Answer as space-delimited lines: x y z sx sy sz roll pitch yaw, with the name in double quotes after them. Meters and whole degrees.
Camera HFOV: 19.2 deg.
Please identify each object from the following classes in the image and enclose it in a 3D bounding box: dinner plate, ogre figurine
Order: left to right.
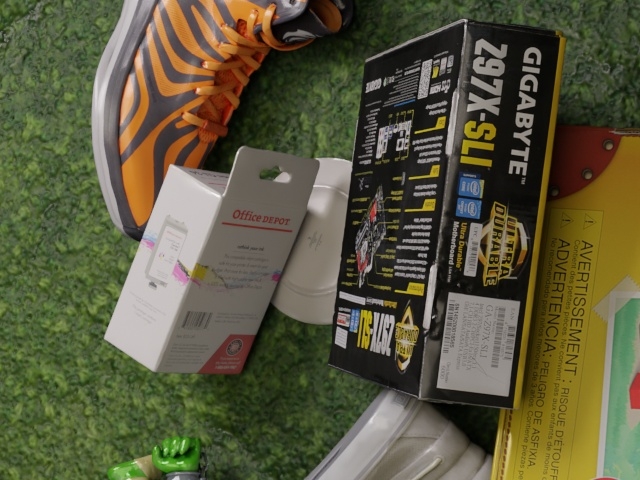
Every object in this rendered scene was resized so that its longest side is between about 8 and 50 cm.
-0.168 0.255 1.598 0.197 0.097 0.118 -22 66 9 "ogre figurine"
0.000 0.000 1.587 0.141 0.017 0.141 -2 84 25 "dinner plate"

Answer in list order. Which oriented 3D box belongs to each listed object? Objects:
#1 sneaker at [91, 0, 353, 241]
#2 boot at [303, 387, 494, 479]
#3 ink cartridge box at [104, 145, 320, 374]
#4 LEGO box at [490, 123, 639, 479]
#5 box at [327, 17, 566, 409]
-0.078 -0.150 1.573 0.180 0.124 0.321 8 89 25 "sneaker"
0.034 0.236 1.514 0.123 0.095 0.258 38 120 -2 "boot"
-0.087 0.008 1.556 0.067 0.115 0.198 30 103 34 "ink cartridge box"
0.318 0.185 1.293 0.372 0.193 0.500 5 77 24 "LEGO box"
0.084 -0.018 1.396 0.079 0.322 0.257 6 89 -11 "box"
